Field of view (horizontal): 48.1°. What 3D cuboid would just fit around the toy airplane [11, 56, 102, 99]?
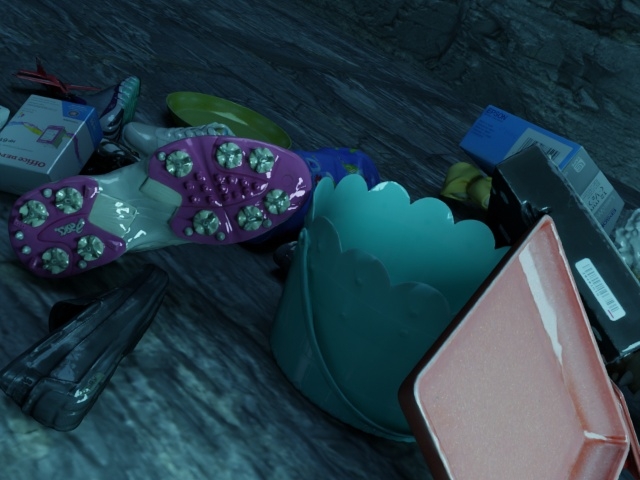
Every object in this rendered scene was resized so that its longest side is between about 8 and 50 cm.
[{"bbox_3d":[-0.448,-0.264,1.187,0.151,0.028,0.151,21,22,-9],"label":"toy airplane"}]

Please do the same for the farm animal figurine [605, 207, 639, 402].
[{"bbox_3d":[0.485,0.156,0.914,0.172,0.326,0.330,-27,44,-26],"label":"farm animal figurine"}]

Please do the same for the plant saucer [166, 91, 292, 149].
[{"bbox_3d":[-0.171,-0.205,1.319,0.241,0.037,0.241,21,23,-10],"label":"plant saucer"}]

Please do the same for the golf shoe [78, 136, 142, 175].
[{"bbox_3d":[-0.255,-0.092,0.943,0.198,0.077,0.094,32,24,15],"label":"golf shoe"}]

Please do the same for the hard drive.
[{"bbox_3d":[0.289,0.047,0.879,0.236,0.064,0.339,62,1,19],"label":"hard drive"}]

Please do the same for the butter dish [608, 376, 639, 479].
[{"bbox_3d":[0.263,0.193,0.793,0.160,0.118,0.160,61,4,-31],"label":"butter dish"}]

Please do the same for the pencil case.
[{"bbox_3d":[-0.028,-0.079,1.069,0.306,0.119,0.133,-15,86,-57],"label":"pencil case"}]

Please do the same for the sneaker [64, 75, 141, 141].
[{"bbox_3d":[-0.345,-0.216,1.121,0.098,0.083,0.223,15,25,-9],"label":"sneaker"}]

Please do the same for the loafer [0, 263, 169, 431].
[{"bbox_3d":[-0.199,0.074,0.635,0.078,0.076,0.223,32,26,-5],"label":"loafer"}]

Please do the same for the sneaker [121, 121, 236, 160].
[{"bbox_3d":[-0.187,-0.140,1.093,0.229,0.092,0.087,20,25,-8],"label":"sneaker"}]

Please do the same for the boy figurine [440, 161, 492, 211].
[{"bbox_3d":[0.362,-0.070,1.465,0.285,0.092,0.177,36,13,29],"label":"boy figurine"}]

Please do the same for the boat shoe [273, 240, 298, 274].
[{"bbox_3d":[0.000,0.000,0.994,0.065,0.075,0.206,32,29,10],"label":"boat shoe"}]

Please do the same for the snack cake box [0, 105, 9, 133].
[{"bbox_3d":[-0.509,-0.141,0.787,0.265,0.089,0.152,22,21,-5],"label":"snack cake box"}]

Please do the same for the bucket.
[{"bbox_3d":[0.086,0.071,0.785,0.281,0.183,0.281,20,24,-9],"label":"bucket"}]

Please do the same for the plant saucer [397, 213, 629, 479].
[{"bbox_3d":[0.165,0.147,0.591,0.048,0.258,0.259,-9,22,43],"label":"plant saucer"}]

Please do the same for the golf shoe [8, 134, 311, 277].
[{"bbox_3d":[-0.163,-0.045,0.763,0.307,0.115,0.140,-10,8,-3],"label":"golf shoe"}]

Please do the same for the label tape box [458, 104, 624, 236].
[{"bbox_3d":[0.478,-0.113,1.483,0.348,0.115,0.249,31,6,-42],"label":"label tape box"}]

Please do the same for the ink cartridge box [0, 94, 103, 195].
[{"bbox_3d":[-0.330,-0.111,0.859,0.089,0.052,0.122,12,52,8],"label":"ink cartridge box"}]
